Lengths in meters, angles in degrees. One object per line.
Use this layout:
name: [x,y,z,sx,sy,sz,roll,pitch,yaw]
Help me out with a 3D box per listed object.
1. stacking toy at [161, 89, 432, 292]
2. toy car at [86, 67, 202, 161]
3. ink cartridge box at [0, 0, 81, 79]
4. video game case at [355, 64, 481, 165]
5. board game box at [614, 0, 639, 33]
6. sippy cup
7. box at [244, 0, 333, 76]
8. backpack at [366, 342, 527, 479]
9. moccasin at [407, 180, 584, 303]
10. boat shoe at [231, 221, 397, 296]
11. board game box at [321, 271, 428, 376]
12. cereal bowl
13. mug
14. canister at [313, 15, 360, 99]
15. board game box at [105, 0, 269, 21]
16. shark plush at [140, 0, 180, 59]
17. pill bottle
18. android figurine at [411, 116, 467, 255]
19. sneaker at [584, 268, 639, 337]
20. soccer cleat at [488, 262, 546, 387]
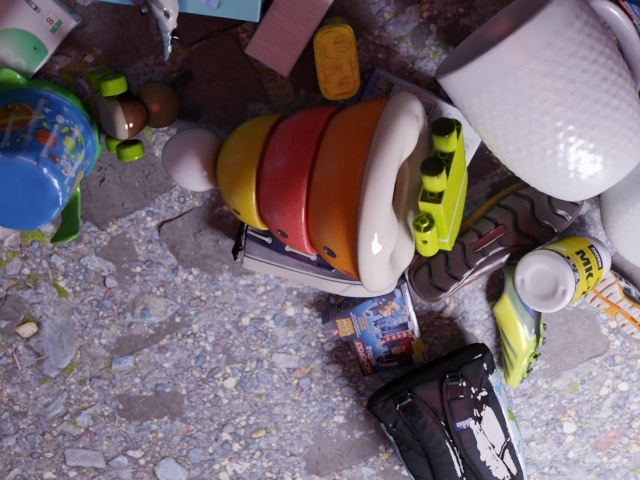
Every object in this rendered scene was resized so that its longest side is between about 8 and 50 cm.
stacking toy: [-0.061,-0.115,1.504,0.479,0.350,0.351,10,113,17]
toy car: [-0.321,-0.257,1.583,0.188,0.149,0.155,-21,117,-22]
ink cartridge box: [-0.584,-0.417,1.539,0.224,0.056,0.181,41,106,-16]
video game case: [0.156,-0.166,1.628,0.244,0.061,0.270,23,110,-9]
board game box: [0.668,-0.316,1.434,0.086,0.302,0.308,-41,106,15]
sippy cup: [-0.535,-0.142,1.531,0.305,0.224,0.240,32,118,-25]
box: [-0.052,-0.397,1.499,0.091,0.130,0.171,30,109,-10]
backpack: [0.300,0.424,1.782,0.290,0.273,0.356,-28,87,9]
moccasin: [0.345,-0.007,1.656,0.380,0.147,0.139,-40,91,11]
boat shoe: [0.000,0.000,1.658,0.340,0.127,0.158,11,119,-3]
board game box: [0.109,0.182,1.769,0.194,0.060,0.194,-14,111,7]
cereal bowl: [0.690,-0.032,1.547,0.338,0.141,0.339,9,146,6]
mug: [0.438,-0.276,1.485,0.374,0.276,0.328,-44,104,-20]
canister: [0.029,-0.332,1.503,0.073,0.170,0.126,-7,112,3]
board game box: [-0.258,-0.445,1.416,0.335,0.254,0.079,7,111,-3]
shark plush: [-0.251,-0.364,1.299,0.067,0.073,0.161,2,134,20]
pill bottle: [0.473,0.057,1.618,0.119,0.208,0.119,13,110,38]
android figurine: [0.219,-0.091,1.506,0.056,0.248,0.273,10,155,17]
sneaker: [0.604,0.105,1.728,0.215,0.083,0.084,48,132,2]
soccer cleat: [0.409,0.175,1.764,0.121,0.093,0.289,16,120,27]
